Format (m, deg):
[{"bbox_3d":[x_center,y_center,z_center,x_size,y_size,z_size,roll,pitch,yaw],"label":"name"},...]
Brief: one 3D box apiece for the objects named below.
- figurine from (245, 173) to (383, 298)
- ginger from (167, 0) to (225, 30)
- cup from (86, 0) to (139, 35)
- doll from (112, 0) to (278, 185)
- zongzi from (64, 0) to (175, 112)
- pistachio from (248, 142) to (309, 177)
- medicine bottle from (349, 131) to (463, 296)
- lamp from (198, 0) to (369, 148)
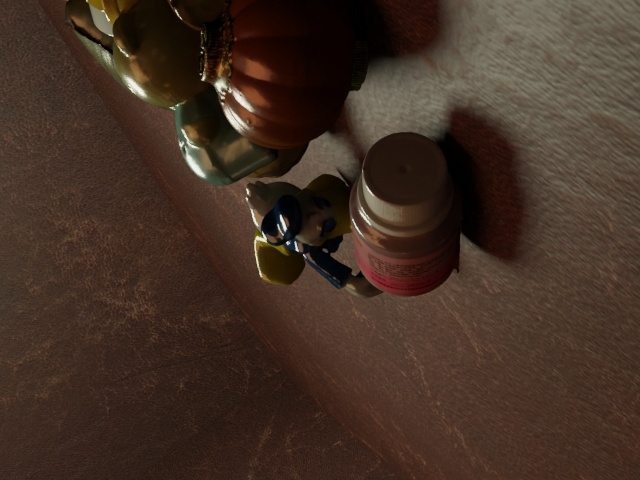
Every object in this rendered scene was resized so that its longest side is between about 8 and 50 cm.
[{"bbox_3d":[0.000,0.000,1.751,0.283,0.204,0.338,26,-179,14],"label":"figurine"},{"bbox_3d":[-0.160,-0.390,1.443,0.152,0.138,0.267,94,157,-88],"label":"ginger"},{"bbox_3d":[-0.289,-0.421,1.766,0.226,0.185,0.241,75,-165,-44],"label":"cup"},{"bbox_3d":[-0.160,-0.212,1.559,0.161,0.177,0.261,-24,112,33],"label":"doll"},{"bbox_3d":[-0.222,-0.274,2.034,0.356,0.174,0.393,37,172,28],"label":"zongzi"},{"bbox_3d":[-0.101,-0.203,1.759,0.181,0.162,0.293,-116,4,-45],"label":"pistachio"},{"bbox_3d":[0.107,-0.033,1.476,0.147,0.147,0.247,49,168,23],"label":"medicine bottle"},{"bbox_3d":[-0.045,-0.219,1.398,0.223,0.196,0.223,-179,90,-74],"label":"lamp"}]
